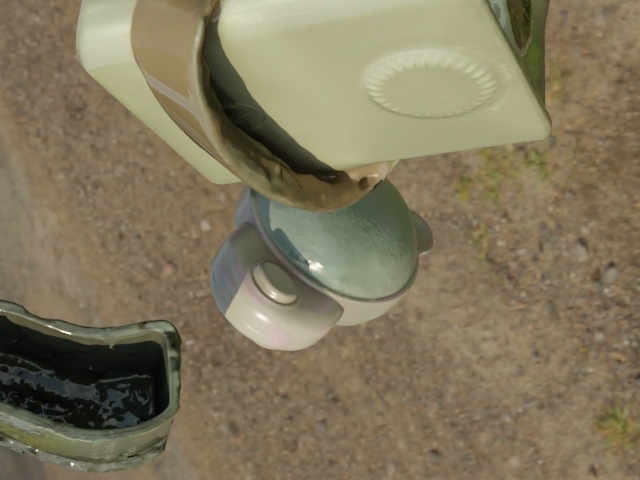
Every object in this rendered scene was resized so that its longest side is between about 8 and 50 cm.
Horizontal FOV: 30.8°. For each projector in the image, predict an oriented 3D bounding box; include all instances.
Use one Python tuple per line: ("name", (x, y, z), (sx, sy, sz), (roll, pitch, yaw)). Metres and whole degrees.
("projector", (0.007, -0.138, 0.528), (0.177, 0.163, 0.242), (-6, 64, 25))

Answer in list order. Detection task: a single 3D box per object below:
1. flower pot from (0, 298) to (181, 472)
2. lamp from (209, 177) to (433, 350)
("flower pot", (-0.225, 0.116, 0.914), (0.108, 0.229, 0.103), (110, 166, -63))
("lamp", (0.001, -0.001, 1.051), (0.179, 0.246, 0.108), (40, 135, 7))
